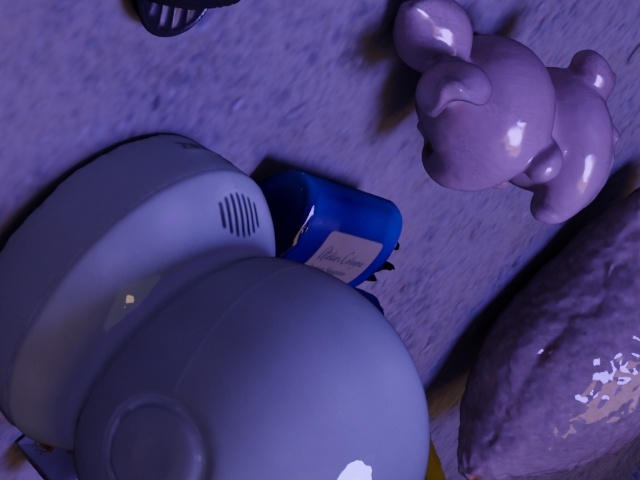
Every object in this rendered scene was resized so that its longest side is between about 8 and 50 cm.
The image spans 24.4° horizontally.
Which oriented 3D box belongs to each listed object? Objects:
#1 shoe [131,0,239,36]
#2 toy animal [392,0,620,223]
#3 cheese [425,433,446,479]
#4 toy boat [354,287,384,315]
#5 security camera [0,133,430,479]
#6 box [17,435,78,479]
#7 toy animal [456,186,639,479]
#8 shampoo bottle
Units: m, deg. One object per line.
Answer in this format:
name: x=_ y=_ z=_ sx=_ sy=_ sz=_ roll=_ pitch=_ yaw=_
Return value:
shoe: x=-0.040 y=-0.148 z=0.665 sx=0.062 sy=0.053 sz=0.159 roll=-28 pitch=149 yaw=-46
toy animal: x=0.099 y=-0.088 z=0.961 sx=0.212 sy=0.124 sz=0.124 roll=18 pitch=114 yaw=-43
cheese: x=0.032 y=0.166 z=1.238 sx=0.093 sy=0.126 sz=0.171 roll=-47 pitch=-165 yaw=21
toy boat: x=-0.053 y=0.152 z=1.070 sx=0.291 sy=0.070 sz=0.210 roll=-50 pitch=172 yaw=-3
security camera: x=-0.048 y=0.081 z=0.788 sx=0.194 sy=0.236 sz=0.194 roll=-41 pitch=158 yaw=-21
box: x=-0.130 y=0.112 z=0.934 sx=0.117 sy=0.050 sz=0.036 roll=-42 pitch=156 yaw=-18
toy animal: x=0.270 y=0.117 z=1.485 sx=0.358 sy=0.188 sz=0.226 roll=-45 pitch=152 yaw=-4
shampoo bottle: x=0.000 y=0.000 z=0.979 sx=0.087 sy=0.050 sz=0.183 roll=-45 pitch=159 yaw=14
